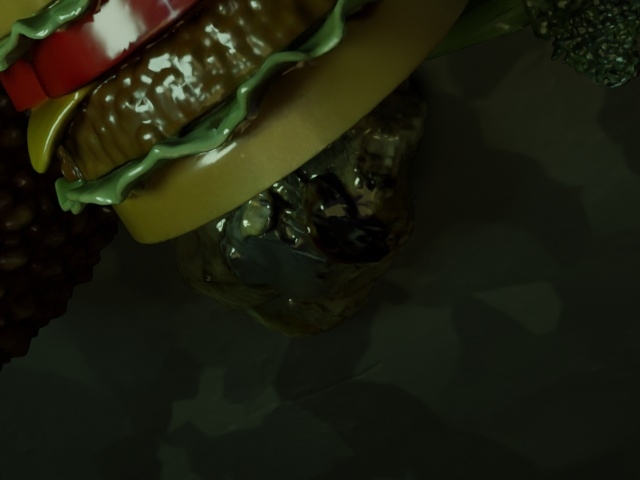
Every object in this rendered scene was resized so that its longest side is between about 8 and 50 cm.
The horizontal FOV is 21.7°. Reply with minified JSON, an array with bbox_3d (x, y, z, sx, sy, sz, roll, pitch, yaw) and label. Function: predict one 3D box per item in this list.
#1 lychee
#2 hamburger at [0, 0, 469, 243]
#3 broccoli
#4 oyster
[{"bbox_3d":[-0.239,-0.030,1.029,0.271,0.271,0.271,5,130,6],"label":"lychee"},{"bbox_3d":[-0.076,-0.150,0.875,0.274,0.274,0.212,-30,109,30],"label":"hamburger"},{"bbox_3d":[0.104,-0.140,0.961,0.122,0.118,0.204,25,146,-38],"label":"broccoli"},{"bbox_3d":[-0.008,-0.010,1.087,0.161,0.107,0.233,22,132,-20],"label":"oyster"}]
